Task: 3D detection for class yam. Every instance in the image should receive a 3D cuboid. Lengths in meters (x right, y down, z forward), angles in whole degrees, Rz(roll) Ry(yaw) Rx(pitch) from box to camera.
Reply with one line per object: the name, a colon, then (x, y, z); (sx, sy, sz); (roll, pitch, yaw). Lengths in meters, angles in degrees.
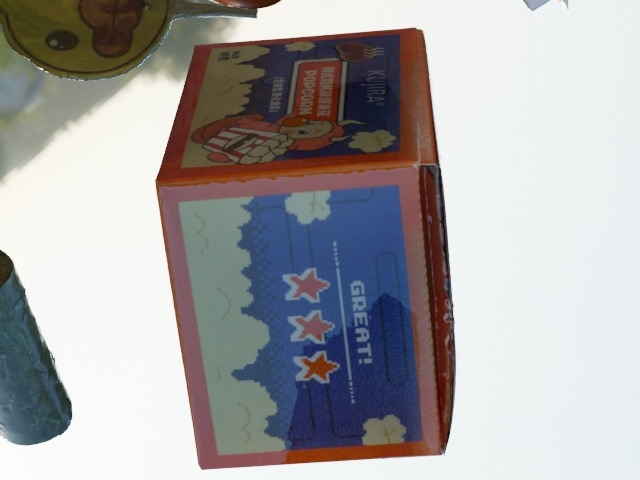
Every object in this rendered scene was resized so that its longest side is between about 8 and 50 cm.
yam: (-0.243, 0.082, 1.351); (0.068, 0.169, 0.068); (-8, -138, 7)

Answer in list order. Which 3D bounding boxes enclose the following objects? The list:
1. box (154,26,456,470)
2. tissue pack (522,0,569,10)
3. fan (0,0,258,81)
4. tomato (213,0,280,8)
box: (0.000, 0.000, 1.750); (0.256, 0.319, 0.349); (-3, -154, 4)
tissue pack: (0.263, -0.307, 2.060); (0.085, 0.079, 0.111); (-36, -166, 7)
fan: (-0.243, -0.283, 2.165); (0.011, 0.335, 0.230); (93, -1, -56)
tomato: (-0.075, -0.266, 1.456); (0.167, 0.167, 0.167); (-39, -169, 9)
